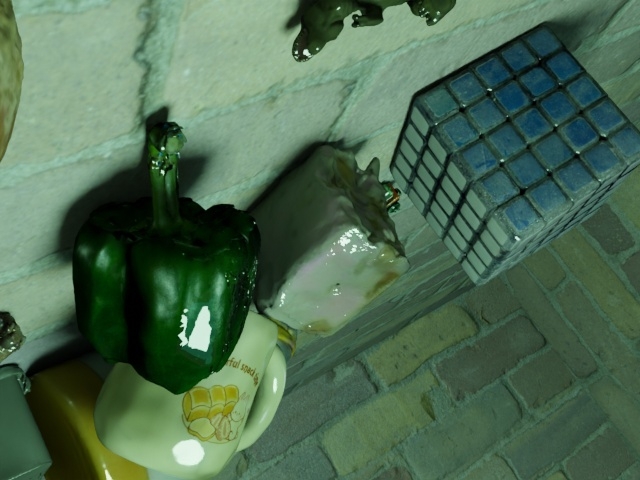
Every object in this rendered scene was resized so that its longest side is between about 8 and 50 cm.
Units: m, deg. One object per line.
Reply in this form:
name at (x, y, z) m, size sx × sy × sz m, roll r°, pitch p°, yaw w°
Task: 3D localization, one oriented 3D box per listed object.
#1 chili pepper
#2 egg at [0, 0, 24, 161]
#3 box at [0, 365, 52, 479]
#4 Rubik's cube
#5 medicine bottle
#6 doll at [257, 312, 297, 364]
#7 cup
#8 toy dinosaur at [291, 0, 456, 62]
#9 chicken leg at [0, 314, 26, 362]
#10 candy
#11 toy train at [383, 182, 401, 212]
chili pepper at (-0.141, 0.011, 0.737) m, size 0.165 × 0.174 × 0.260 m, roll -9°, pitch 114°, yaw -51°
egg at (-0.235, -0.054, 0.304) m, size 0.233 × 0.194 × 0.195 m, roll -24°, pitch 162°, yaw -22°
box at (-0.456, 0.273, 0.929) m, size 0.243 × 0.135 × 0.163 m, roll -21°, pitch 160°, yaw -41°
Rubik's cube at (0.266, -0.109, 1.068) m, size 0.237 × 0.236 × 0.238 m, roll -30°, pitch 163°, yaw -11°
medicine bottle at (-0.265, 0.258, 1.082) m, size 0.232 × 0.237 × 0.238 m, roll -22°, pitch 160°, yaw -40°
doll at (-0.090, 0.159, 1.241) m, size 0.145 × 0.103 × 0.316 m, roll -39°, pitch -170°, yaw 26°
cup at (-0.154, 0.176, 0.944) m, size 0.255 × 0.173 × 0.202 m, roll 60°, pitch 50°, yaw -74°
toy dinosaur at (0.051, -0.231, 0.678) m, size 0.187 × 0.087 × 0.179 m, roll -18°, pitch -159°, yaw -2°
chicken leg at (-0.407, 0.162, 0.813) m, size 0.196 × 0.080 × 0.125 m, roll -26°, pitch 150°, yaw -29°
candy at (0.000, 0.000, 0.953) m, size 0.137 × 0.184 × 0.195 m, roll 27°, pitch 123°, yaw -35°
toy train at (0.084, -0.054, 1.234) m, size 0.103 × 0.044 × 0.064 m, roll -38°, pitch 154°, yaw 13°
